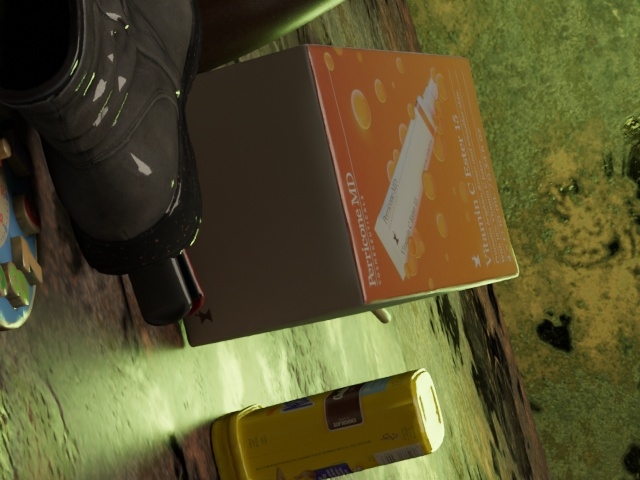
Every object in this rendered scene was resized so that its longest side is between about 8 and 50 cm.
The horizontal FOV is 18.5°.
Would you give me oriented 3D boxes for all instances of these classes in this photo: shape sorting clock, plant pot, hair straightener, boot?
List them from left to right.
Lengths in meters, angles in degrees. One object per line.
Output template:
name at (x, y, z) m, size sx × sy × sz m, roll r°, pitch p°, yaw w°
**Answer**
shape sorting clock at (-0.202, -0.049, 1.148) m, size 0.206 × 0.040 × 0.206 m, roll -15°, pitch 90°, yaw -79°
boot at (-0.155, -0.165, 1.265) m, size 0.222 × 0.118 × 0.338 m, roll 67°, pitch 4°, yaw -50°
hair straightener at (-0.143, -0.047, 1.431) m, size 0.089 × 0.047 × 0.230 m, roll -38°, pitch 113°, yaw -79°
plant pot at (-0.036, -0.287, 1.826) m, size 0.215 × 0.230 × 0.215 m, roll -14°, pitch 90°, yaw -80°

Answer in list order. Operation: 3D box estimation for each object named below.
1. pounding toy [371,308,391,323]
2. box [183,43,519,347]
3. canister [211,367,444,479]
pounding toy at (0.002, 0.010, 1.985) m, size 0.206 × 0.094 × 0.181 m, roll -75°, pitch 148°, yaw -71°
box at (0.015, -0.043, 1.695) m, size 0.345 × 0.168 × 0.215 m, roll -8°, pitch 84°, yaw -64°
canister at (0.009, 0.158, 1.608) m, size 0.126 × 0.170 × 0.073 m, roll -10°, pitch 85°, yaw -80°
